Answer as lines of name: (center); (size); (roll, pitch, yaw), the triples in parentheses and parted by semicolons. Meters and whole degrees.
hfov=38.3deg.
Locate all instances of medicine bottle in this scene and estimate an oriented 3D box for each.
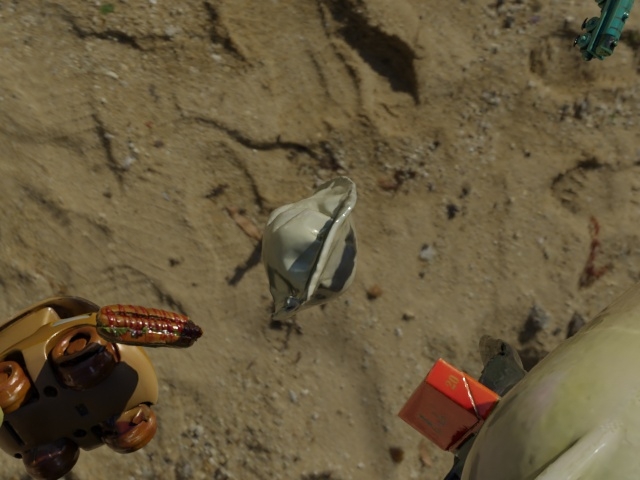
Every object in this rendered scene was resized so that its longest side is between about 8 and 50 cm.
medicine bottle: (0.239, 0.157, 0.605); (0.406, 0.236, 0.235); (-33, 122, -25)

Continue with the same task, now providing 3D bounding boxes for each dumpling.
dumpling: (-0.002, -0.003, 1.039); (0.111, 0.155, 0.181); (6, 60, -30)

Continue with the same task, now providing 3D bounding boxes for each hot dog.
hot dog: (-0.227, 0.115, 1.230); (0.144, 0.062, 0.038); (10, 135, -22)

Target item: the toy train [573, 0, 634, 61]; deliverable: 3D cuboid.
toy train: (0.265, -0.204, 0.837); (0.029, 0.045, 0.092); (26, 86, -29)

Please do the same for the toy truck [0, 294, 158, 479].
toy truck: (-0.391, 0.218, 1.396); (0.288, 0.211, 0.204); (-23, 121, 1)

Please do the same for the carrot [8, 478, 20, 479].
carrot: (-0.423, 0.419, 1.339); (0.043, 0.043, 0.248); (-26, 142, -24)

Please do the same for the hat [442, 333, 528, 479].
hat: (0.256, 0.331, 1.178); (0.382, 0.257, 0.366); (34, 70, -20)

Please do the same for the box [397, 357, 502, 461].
box: (0.197, 0.214, 0.911); (0.035, 0.245, 0.139); (-54, 172, -25)

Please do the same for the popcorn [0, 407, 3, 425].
popcorn: (-0.221, 0.086, 0.285); (0.255, 0.195, 0.256); (111, 1, -55)
